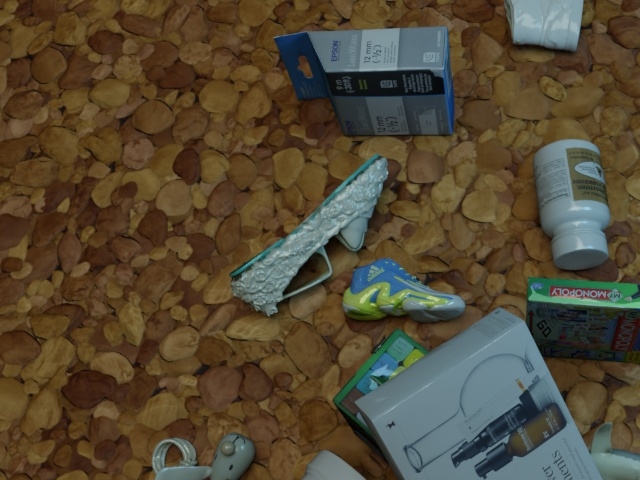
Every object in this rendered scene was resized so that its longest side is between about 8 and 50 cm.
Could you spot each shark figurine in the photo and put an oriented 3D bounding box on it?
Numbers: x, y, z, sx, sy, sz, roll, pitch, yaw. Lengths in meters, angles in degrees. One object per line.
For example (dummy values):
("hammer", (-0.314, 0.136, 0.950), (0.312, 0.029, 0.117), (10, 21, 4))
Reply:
("shark figurine", (0.552, 0.406, 1.689), (0.278, 0.116, 0.166), (22, 105, 28))

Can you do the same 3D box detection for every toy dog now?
("toy dog", (-0.241, 0.495, 1.769), (0.220, 0.161, 0.333), (2, 66, 12))

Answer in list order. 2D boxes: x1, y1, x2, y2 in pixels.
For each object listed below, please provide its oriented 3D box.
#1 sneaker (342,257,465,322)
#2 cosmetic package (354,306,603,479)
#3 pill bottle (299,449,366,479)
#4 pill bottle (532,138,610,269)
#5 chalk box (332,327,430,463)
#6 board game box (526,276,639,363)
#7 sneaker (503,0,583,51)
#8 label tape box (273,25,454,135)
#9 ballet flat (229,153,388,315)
("sneaker", (0.161, 0.089, 1.915), (0.240, 0.091, 0.126), (0, 65, 13))
("cosmetic package", (0.266, 0.340, 1.569), (0.284, 0.097, 0.377), (-32, 108, -7))
("pill bottle", (-0.058, 0.545, 1.673), (0.210, 0.210, 0.363), (37, 70, 24))
("pill bottle", (0.486, -0.067, 1.898), (0.131, 0.131, 0.229), (-6, 65, 9))
("chalk box", (0.152, 0.287, 1.713), (0.180, 0.289, 0.179), (38, 78, 24))
("board game box", (0.463, 0.143, 1.701), (0.213, 0.317, 0.046), (4, 68, 13))
("sneaker", (0.483, -0.550, 2.136), (0.169, 0.108, 0.292), (7, 68, 11))
("label tape box", (0.094, -0.319, 2.028), (0.348, 0.249, 0.115), (-1, 65, 11))
("ballet flat", (0.000, 0.000, 1.987), (0.409, 0.147, 0.147), (-40, 64, -5))
